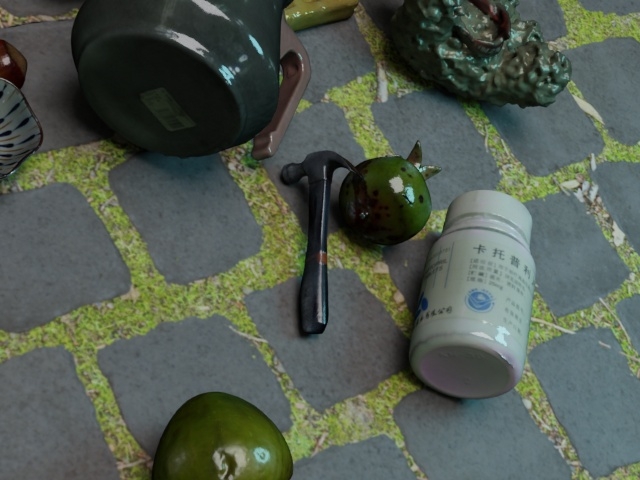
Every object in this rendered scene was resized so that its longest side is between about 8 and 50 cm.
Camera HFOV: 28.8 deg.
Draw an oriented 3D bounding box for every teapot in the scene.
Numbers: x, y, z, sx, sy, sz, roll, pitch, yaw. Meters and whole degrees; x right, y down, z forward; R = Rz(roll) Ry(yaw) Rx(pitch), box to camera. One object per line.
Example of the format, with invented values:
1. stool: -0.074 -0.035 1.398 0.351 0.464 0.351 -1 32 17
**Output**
1. teapot: -0.151 -0.305 1.822 0.376 0.305 0.362 50 46 -35

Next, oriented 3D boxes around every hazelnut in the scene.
1. hazelnut: -0.456 -0.243 1.758 0.086 0.086 0.086 14 54 -20

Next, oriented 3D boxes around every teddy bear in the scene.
1. teddy bear: 0.264 -0.421 2.179 0.357 0.224 0.368 33 46 -24

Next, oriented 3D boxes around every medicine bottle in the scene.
1. medicine bottle: 0.234 0.077 1.855 0.170 0.170 0.293 25 50 -12

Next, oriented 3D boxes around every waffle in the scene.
1. waffle: -0.072 -0.426 2.092 0.274 0.057 0.168 -24 74 -38

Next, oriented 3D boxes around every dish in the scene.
1. dish: -0.476 -0.142 1.684 0.190 0.066 0.191 15 52 -20

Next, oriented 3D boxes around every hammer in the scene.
1. hammer: 0.000 0.000 1.827 0.037 0.137 0.290 29 54 -45

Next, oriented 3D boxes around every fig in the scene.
1. fig: -0.124 0.273 1.529 0.181 0.181 0.191 1 40 -28

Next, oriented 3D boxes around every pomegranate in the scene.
1. pomegranate: 0.102 -0.074 1.907 0.148 0.148 0.169 27 39 -10
